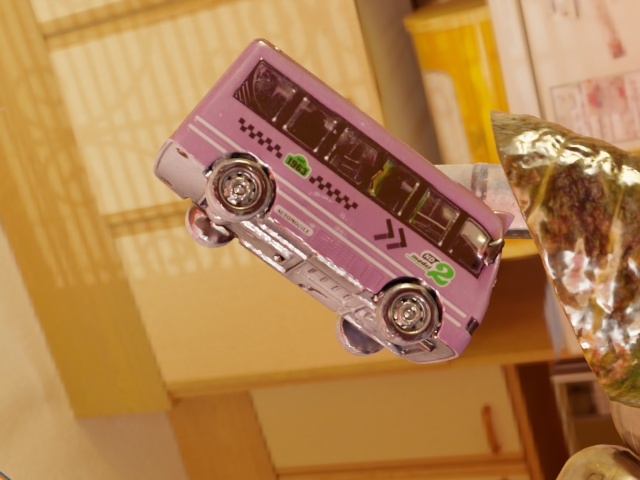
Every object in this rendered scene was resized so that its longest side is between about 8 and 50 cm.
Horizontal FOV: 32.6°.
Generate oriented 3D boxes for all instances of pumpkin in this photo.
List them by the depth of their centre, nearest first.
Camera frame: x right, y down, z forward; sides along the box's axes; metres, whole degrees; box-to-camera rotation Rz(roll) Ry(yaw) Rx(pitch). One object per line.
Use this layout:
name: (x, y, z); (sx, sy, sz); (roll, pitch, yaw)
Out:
pumpkin: (0.243, -0.011, 0.821); (0.278, 0.163, 0.111); (68, -163, 10)

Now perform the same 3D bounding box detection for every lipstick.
lipstick: (0.150, -0.041, 1.138); (0.077, 0.289, 0.076); (20, -106, -65)

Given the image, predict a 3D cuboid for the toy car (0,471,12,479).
toy car: (-0.313, 0.223, 1.006); (0.056, 0.095, 0.205); (-55, -52, -22)

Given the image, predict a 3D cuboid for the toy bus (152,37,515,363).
toy bus: (0.009, -0.016, 0.559); (0.178, 0.087, 0.098); (37, -108, -6)

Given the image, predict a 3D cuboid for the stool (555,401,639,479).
stool: (0.363, 0.194, 1.081); (0.264, 0.179, 0.179); (-61, -27, 4)
